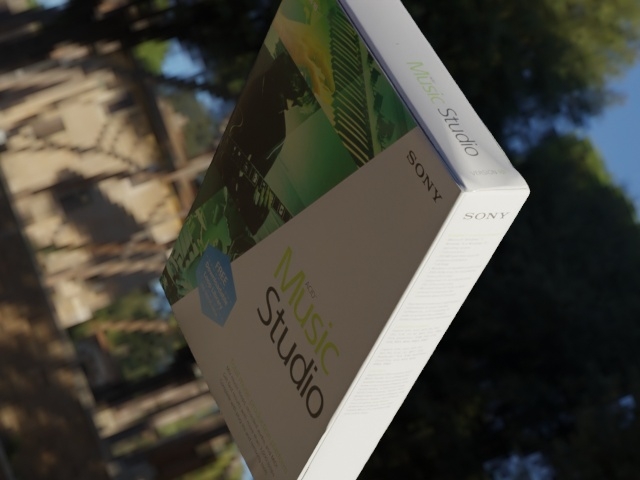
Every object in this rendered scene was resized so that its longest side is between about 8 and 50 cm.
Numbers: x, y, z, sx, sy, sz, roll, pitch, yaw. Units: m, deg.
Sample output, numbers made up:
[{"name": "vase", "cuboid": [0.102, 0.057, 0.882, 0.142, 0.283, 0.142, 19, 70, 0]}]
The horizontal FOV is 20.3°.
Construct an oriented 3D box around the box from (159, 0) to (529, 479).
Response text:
[{"name": "box", "cuboid": [0.000, 0.000, 1.197, 0.232, 0.058, 0.322, 60, -43, 35]}]
